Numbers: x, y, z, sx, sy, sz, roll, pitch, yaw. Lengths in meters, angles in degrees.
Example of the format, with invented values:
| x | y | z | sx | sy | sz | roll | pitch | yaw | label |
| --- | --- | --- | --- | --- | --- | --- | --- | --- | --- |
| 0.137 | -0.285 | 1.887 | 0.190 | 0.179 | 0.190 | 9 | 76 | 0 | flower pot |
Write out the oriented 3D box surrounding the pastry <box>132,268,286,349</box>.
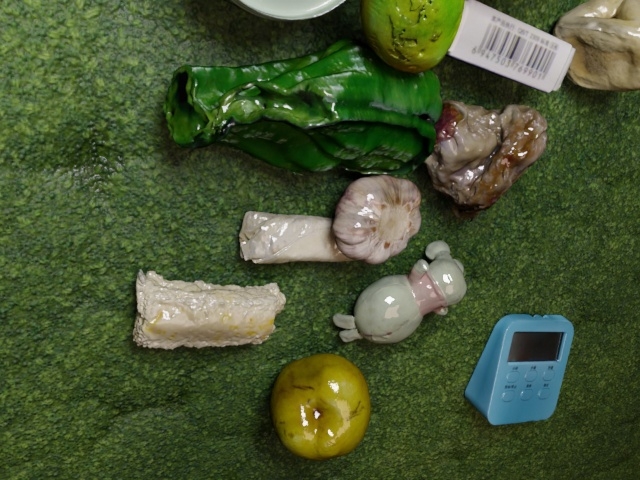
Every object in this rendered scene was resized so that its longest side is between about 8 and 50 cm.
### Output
| x | y | z | sx | sy | sz | roll | pitch | yaw | label |
| --- | --- | --- | --- | --- | --- | --- | --- | --- | --- |
| -0.173 | 0.120 | 0.953 | 0.258 | 0.089 | 0.121 | 9 | 125 | -27 | pastry |

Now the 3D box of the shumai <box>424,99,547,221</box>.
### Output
| x | y | z | sx | sy | sz | roll | pitch | yaw | label |
| --- | --- | --- | --- | --- | --- | --- | --- | --- | --- |
| 0.250 | -0.158 | 0.992 | 0.185 | 0.218 | 0.184 | 42 | 81 | 5 | shumai |

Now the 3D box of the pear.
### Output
| x | y | z | sx | sy | sz | roll | pitch | yaw | label |
| --- | --- | --- | --- | --- | --- | --- | --- | --- | --- |
| 0.000 | 0.299 | 1.079 | 0.200 | 0.200 | 0.200 | -12 | 122 | -20 | pear |

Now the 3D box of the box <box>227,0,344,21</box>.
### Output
| x | y | z | sx | sy | sz | roll | pitch | yaw | label |
| --- | --- | --- | --- | --- | --- | --- | --- | --- | --- |
| -0.055 | -0.380 | 0.685 | 0.226 | 0.149 | 0.226 | -12 | 121 | -20 | box |

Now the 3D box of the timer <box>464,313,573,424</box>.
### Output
| x | y | z | sx | sy | sz | roll | pitch | yaw | label |
| --- | --- | --- | --- | --- | --- | --- | --- | --- | --- |
| 0.475 | 0.293 | 1.372 | 0.232 | 0.091 | 0.250 | 4 | 111 | -28 | timer |

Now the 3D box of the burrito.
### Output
| x | y | z | sx | sy | sz | roll | pitch | yaw | label |
| --- | --- | --- | --- | --- | --- | --- | --- | --- | --- |
| 0.000 | 0.000 | 0.984 | 0.275 | 0.059 | 0.082 | 3 | 101 | -28 | burrito |

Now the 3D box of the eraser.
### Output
| x | y | z | sx | sy | sz | roll | pitch | yaw | label |
| --- | --- | --- | --- | --- | --- | --- | --- | --- | --- |
| 0.238 | -0.303 | 0.890 | 0.279 | 0.124 | 0.081 | 8 | 112 | -30 | eraser |

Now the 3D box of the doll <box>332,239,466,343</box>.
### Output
| x | y | z | sx | sy | sz | roll | pitch | yaw | label |
| --- | --- | --- | --- | --- | --- | --- | --- | --- | --- |
| 0.159 | 0.110 | 1.091 | 0.275 | 0.113 | 0.155 | -32 | 130 | -8 | doll |

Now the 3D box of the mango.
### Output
| x | y | z | sx | sy | sz | roll | pitch | yaw | label |
| --- | --- | --- | --- | --- | --- | --- | --- | --- | --- |
| 0.108 | -0.287 | 0.680 | 0.125 | 0.111 | 0.233 | -54 | 162 | -18 | mango |

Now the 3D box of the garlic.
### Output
| x | y | z | sx | sy | sz | roll | pitch | yaw | label |
| --- | --- | --- | --- | --- | --- | --- | --- | --- | --- |
| 0.087 | -0.037 | 0.947 | 0.159 | 0.102 | 0.147 | -38 | 119 | -18 | garlic |

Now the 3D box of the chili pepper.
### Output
| x | y | z | sx | sy | sz | roll | pitch | yaw | label |
| --- | --- | --- | --- | --- | --- | --- | --- | --- | --- |
| -0.006 | -0.187 | 0.807 | 0.385 | 0.213 | 0.167 | -2 | 75 | -31 | chili pepper |

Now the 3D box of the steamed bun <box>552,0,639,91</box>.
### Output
| x | y | z | sx | sy | sz | roll | pitch | yaw | label |
| --- | --- | --- | --- | --- | --- | --- | --- | --- | --- |
| 0.499 | -0.349 | 0.989 | 0.155 | 0.172 | 0.141 | -51 | 139 | -15 | steamed bun |
